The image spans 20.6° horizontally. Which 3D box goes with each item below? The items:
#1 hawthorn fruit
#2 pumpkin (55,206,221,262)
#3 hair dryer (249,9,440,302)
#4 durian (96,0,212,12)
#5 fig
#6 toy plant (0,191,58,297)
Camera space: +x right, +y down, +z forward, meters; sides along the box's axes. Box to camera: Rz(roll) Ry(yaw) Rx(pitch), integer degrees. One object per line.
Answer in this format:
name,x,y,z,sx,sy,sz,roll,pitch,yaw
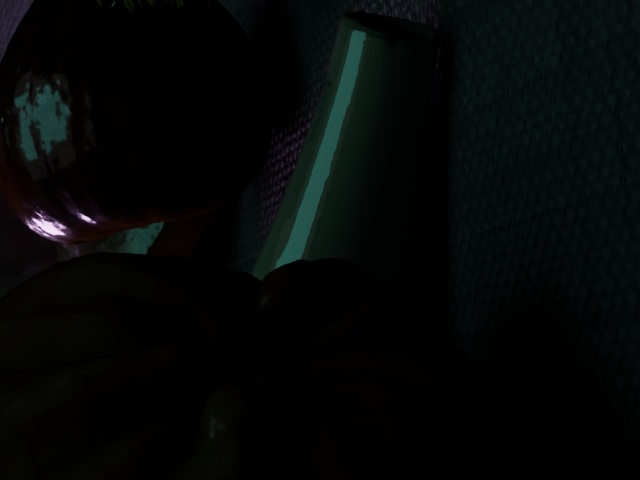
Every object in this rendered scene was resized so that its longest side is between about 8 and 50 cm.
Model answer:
hawthorn fruit,-0.040,0.128,0.599,0.262,0.258,0.258,-50,41,34
pumpkin,-0.132,0.058,1.201,0.258,0.095,0.290,-135,40,-62
hair dryer,0.007,-0.015,0.770,0.225,0.088,0.219,-89,13,-51
durian,-0.066,-0.186,0.832,0.198,0.146,0.159,89,176,-85
fig,-0.099,-0.085,0.937,0.149,0.148,0.202,25,132,22
toy plant,-0.286,0.067,1.528,0.317,0.210,0.356,89,163,-53
